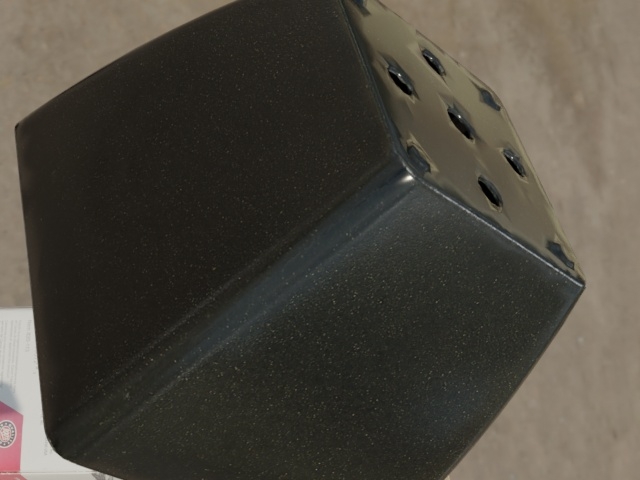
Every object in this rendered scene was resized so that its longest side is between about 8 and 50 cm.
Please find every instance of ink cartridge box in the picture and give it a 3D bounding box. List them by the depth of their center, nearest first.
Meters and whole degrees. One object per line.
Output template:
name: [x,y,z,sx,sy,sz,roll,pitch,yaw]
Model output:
ink cartridge box: [-0.267,0.191,1.576,0.117,0.283,0.207,78,12,-71]

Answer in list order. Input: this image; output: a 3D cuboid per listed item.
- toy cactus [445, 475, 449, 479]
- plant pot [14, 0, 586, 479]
toy cactus: [0.091,0.188,1.344,0.219,0.112,0.180,32,15,-36]
plant pot: [0.000,0.000,0.561,0.188,0.167,0.187,31,31,-41]
